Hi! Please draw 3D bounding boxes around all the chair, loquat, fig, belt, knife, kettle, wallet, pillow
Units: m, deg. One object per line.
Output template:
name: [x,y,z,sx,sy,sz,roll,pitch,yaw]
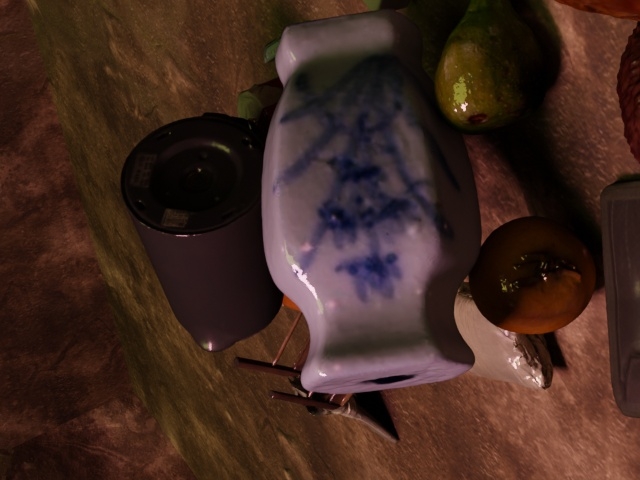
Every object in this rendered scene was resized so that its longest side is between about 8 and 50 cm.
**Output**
chair: [0.032,0.214,2.011,0.160,0.319,0.186,36,100,49]
loquat: [0.240,0.041,1.334,0.141,0.141,0.141,49,153,36]
fig: [0.175,-0.197,1.259,0.123,0.123,0.156,153,104,-69]
belt: [-0.063,-0.163,1.833,0.128,0.124,0.201,44,151,40]
knife: [-0.053,-0.303,1.809,0.028,0.015,0.210,63,160,-8]
kettle: [-0.163,-0.026,1.703,0.308,0.203,0.262,82,169,-55]
wallet: [0.341,0.060,1.171,0.168,0.052,0.245,180,83,-65]
pillow: [0.225,0.120,1.523,0.181,0.078,0.134,8,120,66]

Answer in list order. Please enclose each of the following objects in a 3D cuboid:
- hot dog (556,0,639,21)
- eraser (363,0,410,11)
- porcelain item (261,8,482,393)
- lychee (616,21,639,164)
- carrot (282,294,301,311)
hot dog: [0.287,-0.262,0.745,0.387,0.174,0.267,9,108,28]
eraser: [0.075,-0.373,1.369,0.124,0.068,0.210,57,158,19]
porcelain item: [0.052,-0.043,1.313,0.178,0.243,0.405,52,-149,-74]
lychee: [0.322,-0.112,0.912,0.194,0.194,0.194,49,153,36]
carrot: [0.000,0.000,1.820,0.159,0.159,0.225,55,154,24]
